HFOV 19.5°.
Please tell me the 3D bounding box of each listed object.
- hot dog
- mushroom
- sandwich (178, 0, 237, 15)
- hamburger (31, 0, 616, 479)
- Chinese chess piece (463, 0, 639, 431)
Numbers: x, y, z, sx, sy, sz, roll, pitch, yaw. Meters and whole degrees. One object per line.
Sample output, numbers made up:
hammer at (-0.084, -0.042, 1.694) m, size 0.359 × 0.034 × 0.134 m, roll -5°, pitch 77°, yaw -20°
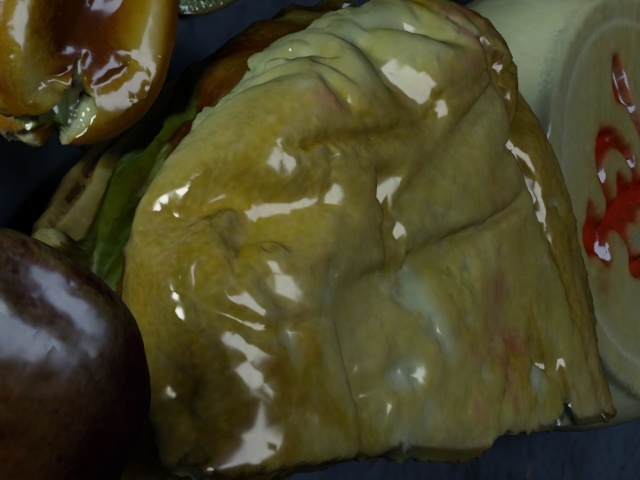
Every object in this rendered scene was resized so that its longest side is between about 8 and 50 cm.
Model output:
hot dog at (-0.099, -0.155, 0.763) m, size 0.100 × 0.068 × 0.249 m, roll 23°, pitch 64°, yaw -38°
mushroom at (-0.140, 0.046, 0.644) m, size 0.148 × 0.227 × 0.217 m, roll 16°, pitch 30°, yaw -20°
sandwich at (-0.037, -0.134, 0.864) m, size 0.083 × 0.044 × 0.031 m, roll -55°, pitch 131°, yaw -39°
hamburger at (0.001, -0.003, 0.796) m, size 0.330 × 0.162 × 0.209 m, roll -2°, pitch 84°, yaw -51°
Chinese chess piece at (0.138, -0.020, 1.032) m, size 0.251 × 0.097 × 0.250 m, roll 12°, pitch 76°, yaw -53°
